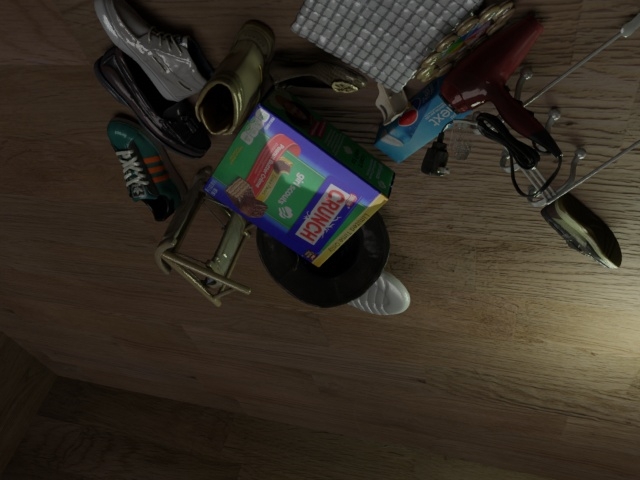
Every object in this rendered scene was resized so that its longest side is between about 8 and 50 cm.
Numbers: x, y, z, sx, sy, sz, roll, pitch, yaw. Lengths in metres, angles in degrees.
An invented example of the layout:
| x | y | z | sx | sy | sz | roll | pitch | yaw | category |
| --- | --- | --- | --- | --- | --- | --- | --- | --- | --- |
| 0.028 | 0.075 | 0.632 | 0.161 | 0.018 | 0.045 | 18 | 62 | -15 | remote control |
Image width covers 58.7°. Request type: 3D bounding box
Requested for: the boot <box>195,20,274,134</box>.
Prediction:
| x | y | z | sx | sy | sz | roll | pitch | yaw | category |
| --- | --- | --- | --- | --- | --- | --- | --- | --- | --- |
| -0.180 | -0.270 | 1.116 | 0.095 | 0.203 | 0.262 | 26 | 144 | -9 | boot |

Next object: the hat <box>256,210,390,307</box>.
| x | y | z | sx | sy | sz | roll | pitch | yaw | category |
| --- | --- | --- | --- | --- | --- | --- | --- | --- | --- |
| 0.000 | 0.000 | 1.431 | 0.331 | 0.331 | 0.134 | 26 | -177 | -10 | hat |

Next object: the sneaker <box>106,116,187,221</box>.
| x | y | z | sx | sy | sz | roll | pitch | yaw | category |
| --- | --- | --- | --- | --- | --- | --- | --- | --- | --- |
| -0.451 | -0.172 | 1.455 | 0.108 | 0.121 | 0.302 | -1 | 141 | 26 | sneaker |

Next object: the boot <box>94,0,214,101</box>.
| x | y | z | sx | sy | sz | roll | pitch | yaw | category |
| --- | --- | --- | --- | --- | --- | --- | --- | --- | --- |
| -0.314 | -0.394 | 1.127 | 0.123 | 0.095 | 0.258 | -11 | 143 | 25 | boot |

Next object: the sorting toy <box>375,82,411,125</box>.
| x | y | z | sx | sy | sz | roll | pitch | yaw | category |
| --- | --- | --- | --- | --- | --- | --- | --- | --- | --- |
| 0.134 | -0.264 | 1.112 | 0.045 | 0.083 | 0.075 | -13 | 167 | -27 | sorting toy |

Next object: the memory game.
| x | y | z | sx | sy | sz | roll | pitch | yaw | category |
| --- | --- | --- | --- | --- | --- | --- | --- | --- | --- |
| 0.231 | -0.315 | 0.911 | 0.012 | 0.186 | 0.186 | 57 | 142 | 6 | memory game |

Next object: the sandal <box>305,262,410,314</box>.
| x | y | z | sx | sy | sz | roll | pitch | yaw | category |
| --- | --- | --- | --- | --- | --- | --- | --- | --- | --- |
| 0.070 | 0.093 | 1.614 | 0.416 | 0.102 | 0.169 | 13 | 132 | 31 | sandal |

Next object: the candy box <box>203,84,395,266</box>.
| x | y | z | sx | sy | sz | roll | pitch | yaw | category |
| --- | --- | --- | --- | --- | --- | --- | --- | --- | --- |
| -0.047 | -0.127 | 1.212 | 0.317 | 0.122 | 0.268 | 34 | 130 | -12 | candy box |

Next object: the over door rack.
| x | y | z | sx | sy | sz | roll | pitch | yaw | category |
| --- | --- | --- | --- | --- | --- | --- | --- | --- | --- |
| 0.461 | -0.220 | 0.996 | 0.324 | 0.108 | 0.239 | -30 | 126 | 31 | over door rack |

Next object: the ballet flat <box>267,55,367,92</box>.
| x | y | z | sx | sy | sz | roll | pitch | yaw | category |
| --- | --- | --- | --- | --- | --- | --- | --- | --- | --- |
| -0.015 | -0.296 | 1.049 | 0.250 | 0.058 | 0.084 | 23 | 179 | 41 | ballet flat |

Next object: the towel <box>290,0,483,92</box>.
| x | y | z | sx | sy | sz | roll | pitch | yaw | category |
| --- | --- | --- | --- | --- | --- | --- | --- | --- | --- |
| 0.118 | -0.396 | 0.887 | 0.235 | 0.121 | 0.283 | 26 | 144 | -13 | towel |

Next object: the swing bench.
| x | y | z | sx | sy | sz | roll | pitch | yaw | category |
| --- | --- | --- | --- | --- | --- | --- | --- | --- | --- |
| -0.284 | -0.007 | 1.490 | 0.255 | 0.253 | 0.165 | 37 | 142 | -25 | swing bench |

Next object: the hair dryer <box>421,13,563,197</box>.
| x | y | z | sx | sy | sz | roll | pitch | yaw | category |
| --- | --- | --- | --- | --- | --- | --- | --- | --- | --- |
| 0.301 | -0.223 | 0.934 | 0.223 | 0.293 | 0.080 | 13 | -177 | 28 | hair dryer |

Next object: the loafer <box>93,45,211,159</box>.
| x | y | z | sx | sy | sz | roll | pitch | yaw | category |
| --- | --- | --- | --- | --- | --- | --- | --- | --- | --- |
| -0.352 | -0.299 | 1.252 | 0.095 | 0.109 | 0.302 | -24 | 125 | 39 | loafer |

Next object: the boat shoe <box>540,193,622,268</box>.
| x | y | z | sx | sy | sz | roll | pitch | yaw | category |
| --- | --- | --- | --- | --- | --- | --- | --- | --- | --- |
| 0.571 | -0.015 | 1.245 | 0.223 | 0.080 | 0.073 | 39 | 147 | -19 | boat shoe |

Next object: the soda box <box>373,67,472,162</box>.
| x | y | z | sx | sy | sz | roll | pitch | yaw | category |
| --- | --- | --- | --- | --- | --- | --- | --- | --- | --- |
| 0.199 | -0.238 | 1.109 | 0.071 | 0.067 | 0.210 | 32 | 143 | -20 | soda box |
